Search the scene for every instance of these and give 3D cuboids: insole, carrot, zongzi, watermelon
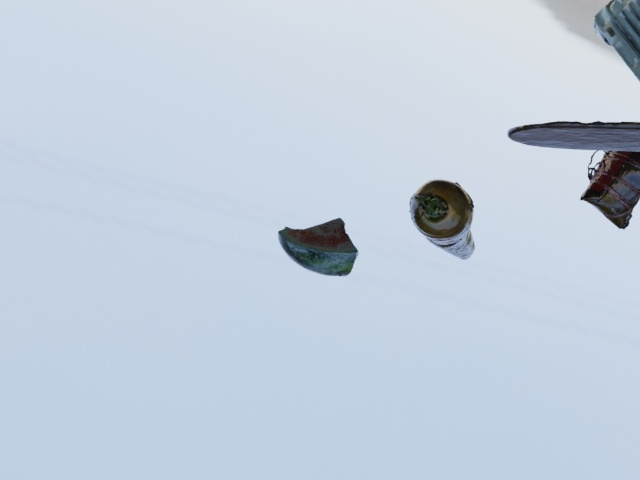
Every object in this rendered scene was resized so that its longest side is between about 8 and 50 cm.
[{"bbox_3d":[0.296,-0.072,1.303,0.328,0.007,0.111,1,170,7],"label":"insole"},{"bbox_3d":[0.104,-0.009,1.468,0.049,0.049,0.254,28,176,12],"label":"carrot"},{"bbox_3d":[0.257,-0.064,1.586,0.067,0.083,0.073,30,-160,-38],"label":"zongzi"},{"bbox_3d":[0.000,0.000,1.840,0.085,0.061,0.085,24,161,9],"label":"watermelon"}]

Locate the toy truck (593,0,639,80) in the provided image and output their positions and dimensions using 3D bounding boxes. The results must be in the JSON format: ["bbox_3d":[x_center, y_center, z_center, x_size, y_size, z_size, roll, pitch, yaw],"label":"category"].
[{"bbox_3d":[0.391,-0.200,1.676,0.338,0.184,0.133,3,-134,-48],"label":"toy truck"}]
